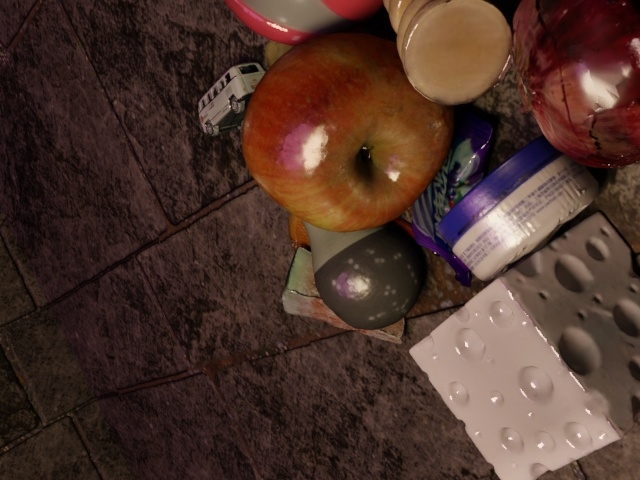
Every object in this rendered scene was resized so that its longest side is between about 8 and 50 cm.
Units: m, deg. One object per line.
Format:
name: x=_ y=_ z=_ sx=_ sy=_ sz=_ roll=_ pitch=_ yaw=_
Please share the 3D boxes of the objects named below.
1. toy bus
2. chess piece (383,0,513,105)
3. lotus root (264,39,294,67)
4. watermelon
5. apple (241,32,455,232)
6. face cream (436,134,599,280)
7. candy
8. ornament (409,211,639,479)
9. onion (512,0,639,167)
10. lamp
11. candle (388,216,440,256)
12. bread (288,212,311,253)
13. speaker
toy bus: x=-0.166 y=-0.264 z=1.677 sx=0.194 sy=0.087 sz=0.089 roll=-30 pitch=81 yaw=54
chess piece: x=0.148 y=-0.295 z=1.171 sx=0.261 sy=0.142 sz=0.143 roll=-107 pitch=16 yaw=-54
lotus root: x=-0.013 y=-0.303 z=1.457 sx=0.183 sy=0.090 sz=0.077 roll=16 pitch=98 yaw=43
watermelon: x=0.043 y=0.125 z=1.622 sx=0.241 sy=0.094 sz=0.154 roll=20 pitch=146 yaw=8
apple: x=0.030 y=-0.164 z=1.288 sx=0.301 sy=0.301 sz=0.302 roll=29 pitch=132 yaw=37
face cream: x=0.266 y=-0.040 z=1.183 sx=0.111 sy=0.206 sz=0.206 roll=50 pitch=142 yaw=12
candy: x=0.198 y=-0.074 z=1.362 sx=0.145 sy=0.070 sz=0.275 roll=36 pitch=133 yaw=45
ornament: x=0.319 y=0.150 z=1.209 sx=0.239 sy=0.240 sz=0.240 roll=53 pitch=143 yaw=12
onion: x=0.332 y=-0.208 z=1.011 sx=0.252 sy=0.219 sz=0.252 roll=-24 pitch=-90 yaw=-84
lamp: x=0.040 y=0.008 z=1.486 sx=0.314 sy=0.182 sz=0.182 roll=52 pitch=144 yaw=-5
candle: x=0.144 y=-0.021 z=1.500 sx=0.167 sy=0.021 sz=0.026 roll=35 pitch=137 yaw=33
bread: x=0.000 y=0.000 z=1.644 sx=0.114 sy=0.077 sz=0.189 roll=8 pitch=130 yaw=28
speaker: x=-0.020 y=-0.438 z=1.309 sx=0.294 sy=0.294 sz=0.294 roll=29 pitch=132 yaw=37
